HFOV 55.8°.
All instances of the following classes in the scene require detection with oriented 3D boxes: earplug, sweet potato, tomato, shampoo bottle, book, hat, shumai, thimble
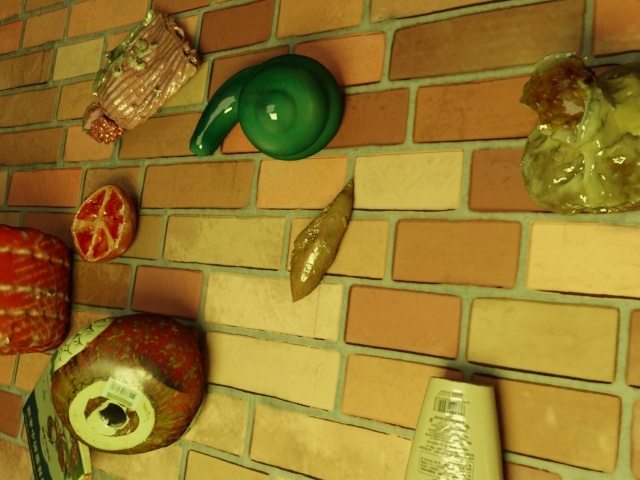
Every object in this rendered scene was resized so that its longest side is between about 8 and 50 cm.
[{"bbox_3d":[-0.093,-0.207,0.945,0.257,0.280,0.164,0,103,-2],"label":"earplug"},{"bbox_3d":[0.000,0.000,0.910,0.068,0.060,0.206,31,88,1],"label":"sweet potato"},{"bbox_3d":[-0.403,-0.024,1.166,0.155,0.069,0.156,-9,73,31],"label":"tomato"},{"bbox_3d":[0.161,0.300,0.734,0.127,0.078,0.257,4,81,28],"label":"shampoo bottle"},{"bbox_3d":[-0.495,0.363,1.117,0.322,0.018,0.228,-46,58,41],"label":"book"},{"bbox_3d":[-0.367,-0.307,1.174,0.286,0.107,0.237,-44,51,13],"label":"hat"},{"bbox_3d":[0.313,-0.124,0.680,0.209,0.153,0.162,-22,63,31],"label":"shumai"},{"bbox_3d":[-0.653,0.111,1.151,0.350,0.350,0.231,-14,76,30],"label":"thimble"}]

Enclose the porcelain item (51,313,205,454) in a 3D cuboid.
[{"bbox_3d":[-0.299,0.216,0.996,0.252,0.253,0.253,-7,77,32],"label":"porcelain item"}]
